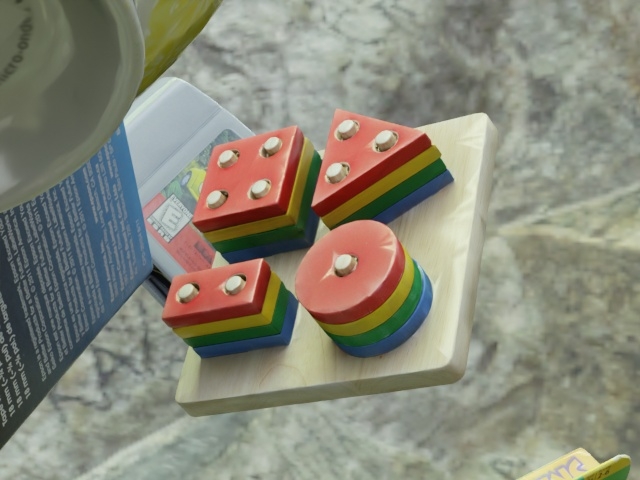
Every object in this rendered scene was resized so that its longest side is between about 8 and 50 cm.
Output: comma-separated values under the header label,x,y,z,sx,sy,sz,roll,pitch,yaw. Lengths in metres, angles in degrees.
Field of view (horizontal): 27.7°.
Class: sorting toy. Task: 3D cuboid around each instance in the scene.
label,x,y,z,sx,sy,sz,roll,pitch,yaw
sorting toy,0.000,0.000,1.065,0.089,0.255,0.257,51,-141,-40

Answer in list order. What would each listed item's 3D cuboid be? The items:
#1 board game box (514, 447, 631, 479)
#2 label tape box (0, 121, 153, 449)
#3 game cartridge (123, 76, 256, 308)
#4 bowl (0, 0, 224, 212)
label,x,y,z,sx,sy,sz,roll,pitch,yaw
board game box,0.060,0.197,0.592,0.124,0.039,0.259,-19,-41,-30
label tape box,-0.246,0.005,0.855,0.333,0.106,0.240,-55,-35,-51
game cartridge,-0.096,-0.011,1.254,0.294,0.060,0.196,47,-133,-10
bowl,-0.125,-0.097,0.360,0.289,0.289,0.156,12,-136,-43
